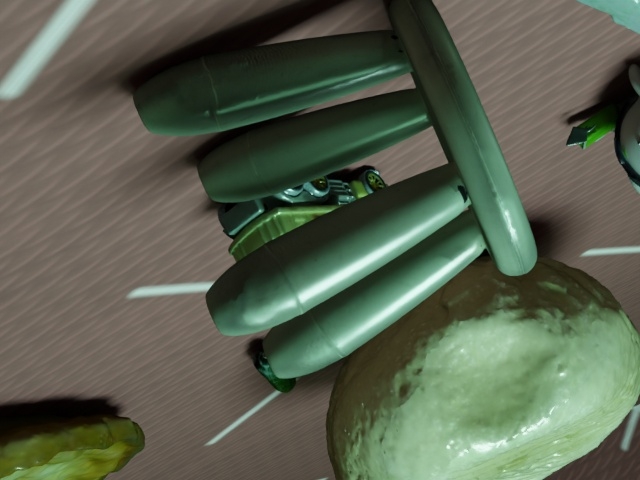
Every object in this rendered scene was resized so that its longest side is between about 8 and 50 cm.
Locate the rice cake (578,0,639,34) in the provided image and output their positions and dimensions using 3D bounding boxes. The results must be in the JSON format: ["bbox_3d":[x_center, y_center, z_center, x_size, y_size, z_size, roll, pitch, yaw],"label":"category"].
[{"bbox_3d":[0.178,-0.168,0.818,0.226,0.040,0.085,24,136,-18],"label":"rice cake"}]

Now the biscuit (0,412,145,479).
[{"bbox_3d":[-0.345,0.252,1.391,0.335,0.078,0.329,-33,162,21],"label":"biscuit"}]

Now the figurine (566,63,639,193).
[{"bbox_3d":[0.309,-0.090,1.224,0.126,0.147,0.192,-52,172,17],"label":"figurine"}]

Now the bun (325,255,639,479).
[{"bbox_3d":[0.153,0.148,1.485,0.349,0.227,0.352,-14,155,-27],"label":"bun"}]

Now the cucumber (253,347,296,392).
[{"bbox_3d":[-0.048,0.131,1.489,0.037,0.037,0.155,-25,162,0],"label":"cucumber"}]

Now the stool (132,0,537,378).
[{"bbox_3d":[0.014,-0.038,0.908,0.199,0.195,0.195,-22,161,6],"label":"stool"}]

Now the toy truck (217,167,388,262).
[{"bbox_3d":[0.000,0.000,1.109,0.077,0.100,0.169,-35,158,31],"label":"toy truck"}]
